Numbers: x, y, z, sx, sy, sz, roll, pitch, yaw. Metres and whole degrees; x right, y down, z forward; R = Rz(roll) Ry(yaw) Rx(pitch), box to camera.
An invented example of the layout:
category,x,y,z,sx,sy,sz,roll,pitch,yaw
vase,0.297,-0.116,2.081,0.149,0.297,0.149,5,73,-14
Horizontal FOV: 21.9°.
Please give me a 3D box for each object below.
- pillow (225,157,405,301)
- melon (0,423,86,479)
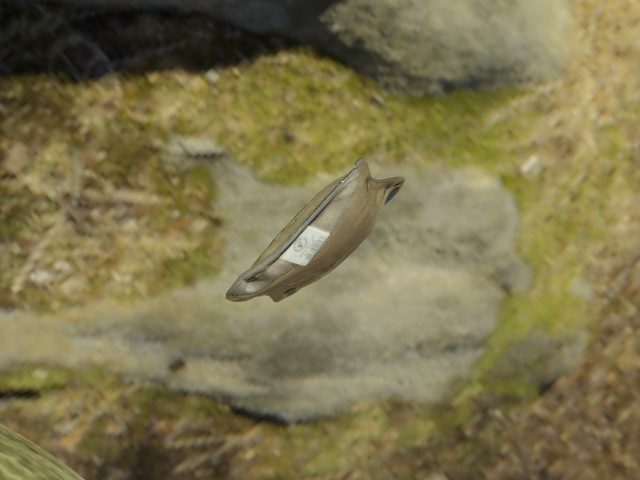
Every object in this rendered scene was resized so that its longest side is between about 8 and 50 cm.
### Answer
category,x,y,z,sx,sy,sz,roll,pitch,yaw
pillow,0.000,0.000,1.112,0.130,0.033,0.217,-45,172,8
melon,-0.153,0.138,0.390,0.302,0.237,0.237,15,125,2
